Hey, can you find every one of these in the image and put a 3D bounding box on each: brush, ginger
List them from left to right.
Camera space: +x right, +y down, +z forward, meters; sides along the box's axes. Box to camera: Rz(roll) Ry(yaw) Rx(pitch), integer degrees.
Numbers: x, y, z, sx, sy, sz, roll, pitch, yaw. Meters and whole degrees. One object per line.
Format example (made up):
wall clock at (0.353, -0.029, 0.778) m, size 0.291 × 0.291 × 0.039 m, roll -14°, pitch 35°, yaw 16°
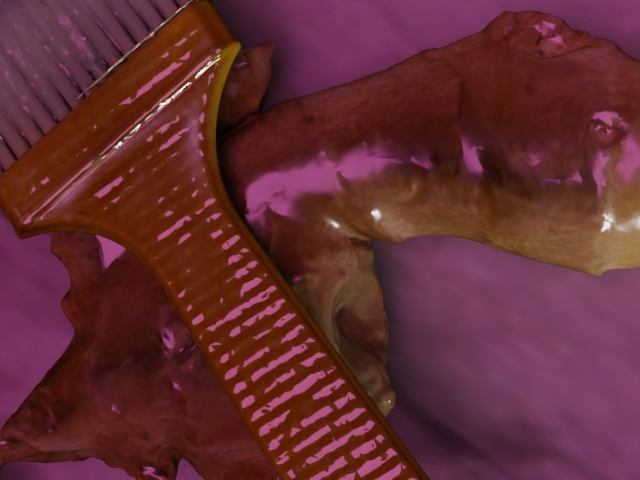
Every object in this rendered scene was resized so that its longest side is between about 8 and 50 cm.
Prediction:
brush at (-0.025, 0.011, 0.463) m, size 0.082 × 0.010 × 0.218 m, roll -39°, pitch 73°, yaw 10°
ginger at (0.007, 0.008, 0.489) m, size 0.214 × 0.059 × 0.133 m, roll -1°, pitch 86°, yaw 18°
